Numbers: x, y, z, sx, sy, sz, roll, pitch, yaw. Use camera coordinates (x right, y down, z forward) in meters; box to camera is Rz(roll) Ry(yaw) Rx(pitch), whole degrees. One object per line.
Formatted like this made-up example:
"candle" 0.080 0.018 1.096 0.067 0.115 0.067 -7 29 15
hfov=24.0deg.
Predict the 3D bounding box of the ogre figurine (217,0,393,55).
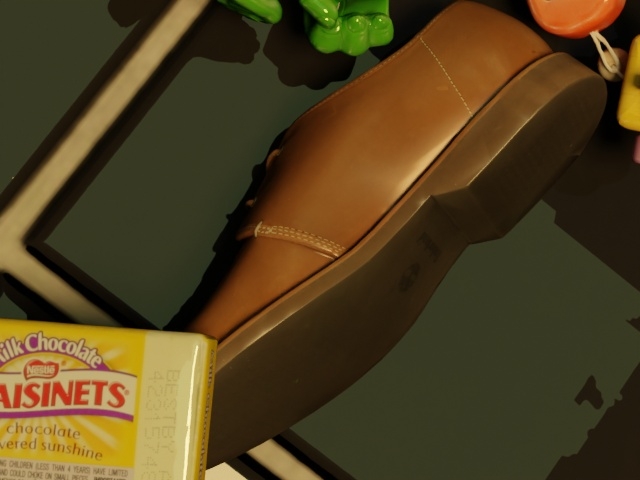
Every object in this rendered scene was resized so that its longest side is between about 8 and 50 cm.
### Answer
"ogre figurine" -0.046 -0.152 0.505 0.197 0.097 0.118 27 91 6

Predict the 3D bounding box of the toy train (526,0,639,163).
"toy train" 0.135 -0.093 0.513 0.166 0.046 0.125 -16 84 27

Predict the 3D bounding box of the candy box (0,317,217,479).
"candy box" -0.138 0.074 0.474 0.205 0.027 0.105 4 84 8

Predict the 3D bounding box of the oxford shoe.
"oxford shoe" 0.000 0.000 0.528 0.212 0.076 0.076 -43 64 -8
